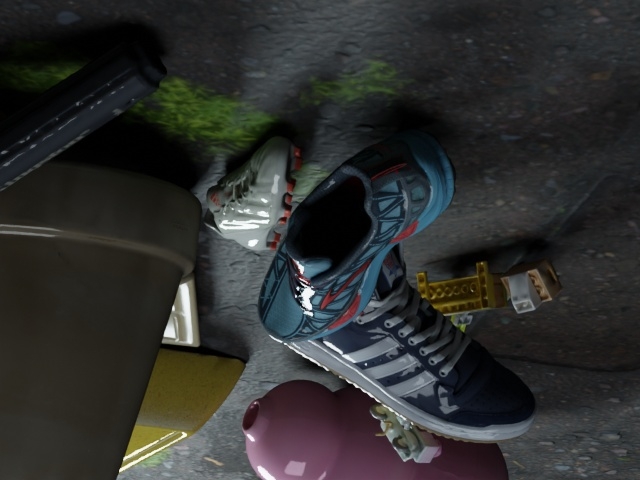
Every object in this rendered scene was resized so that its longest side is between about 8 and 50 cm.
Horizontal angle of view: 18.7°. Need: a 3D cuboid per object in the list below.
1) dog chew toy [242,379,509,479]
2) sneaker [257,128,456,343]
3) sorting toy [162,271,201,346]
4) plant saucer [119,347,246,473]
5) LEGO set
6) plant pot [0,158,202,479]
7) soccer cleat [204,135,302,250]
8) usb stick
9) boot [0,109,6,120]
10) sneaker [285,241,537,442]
[{"bbox_3d":[0.058,0.264,2.282,0.331,0.207,0.206,26,150,-24],"label":"dog chew toy"},{"bbox_3d":[0.000,0.000,1.694,0.125,0.104,0.262,-16,152,-46],"label":"sneaker"},{"bbox_3d":[-0.280,0.050,2.041,0.307,0.041,0.229,6,160,1],"label":"sorting toy"},{"bbox_3d":[-0.305,0.209,2.259,0.332,0.081,0.333,10,152,-37],"label":"plant saucer"},{"bbox_3d":[0.153,0.091,1.975,0.107,0.132,0.287,-1,138,-44],"label":"LEGO set"},{"bbox_3d":[-0.273,0.092,1.753,0.323,0.280,0.323,2,169,0],"label":"plant pot"},{"bbox_3d":[-0.064,-0.040,1.753,0.076,0.068,0.196,14,158,-4],"label":"soccer cleat"},{"bbox_3d":[-0.248,-0.072,1.571,0.278,0.045,0.077,-33,168,6],"label":"usb stick"},{"bbox_3d":[-0.329,-0.090,1.703,0.157,0.059,0.084,2,162,24],"label":"boot"},{"bbox_3d":[0.087,0.076,1.833,0.282,0.099,0.153,26,133,10],"label":"sneaker"}]
